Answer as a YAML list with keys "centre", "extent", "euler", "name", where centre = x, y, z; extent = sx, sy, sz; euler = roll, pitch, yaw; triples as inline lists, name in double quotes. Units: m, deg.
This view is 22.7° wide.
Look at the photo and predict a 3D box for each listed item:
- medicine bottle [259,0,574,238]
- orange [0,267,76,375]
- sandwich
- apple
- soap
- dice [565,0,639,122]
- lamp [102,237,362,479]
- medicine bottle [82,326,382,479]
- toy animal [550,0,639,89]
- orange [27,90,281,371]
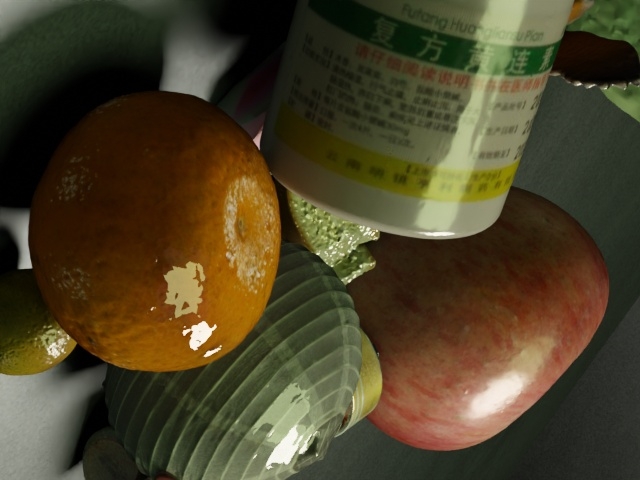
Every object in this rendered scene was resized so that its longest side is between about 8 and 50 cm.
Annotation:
- centre: [0.090, -0.192, 1.240]
  extent: [0.208, 0.208, 0.339]
  euler: [-20, 133, -53]
  name: "medicine bottle"
- centre: [-0.237, 0.067, 1.269]
  extent: [0.095, 0.085, 0.085]
  euler: [-32, 164, 15]
  name: "orange"
- centre: [0.000, 0.000, 1.630]
  extent: [0.090, 0.088, 0.244]
  euler: [-36, 157, -23]
  name: "sandwich"
- centre: [0.164, 0.079, 1.896]
  extent: [0.345, 0.269, 0.345]
  euler: [-46, 180, 0]
  name: "apple"
- centre: [-0.030, -0.119, 1.402]
  extent: [0.149, 0.056, 0.100]
  euler: [-43, 157, -17]
  name: "soap"
- centre: [0.479, -0.283, 1.705]
  extent: [0.330, 0.318, 0.322]
  euler: [-15, 136, -41]
  name: "dice"
- centre: [-0.079, 0.125, 1.488]
  extent: [0.265, 0.233, 0.233]
  euler: [-39, 158, -19]
  name: "lamp"
- centre: [-0.090, 0.194, 1.701]
  extent: [0.322, 0.151, 0.151]
  euler: [-30, 153, -41]
  name: "medicine bottle"
- centre: [0.158, -0.173, 1.603]
  extent: [0.284, 0.225, 0.302]
  euler: [-32, 173, 8]
  name: "toy animal"
- centre: [-0.128, -0.008, 1.216]
  extent: [0.224, 0.170, 0.224]
  euler: [-2, 90, -69]
  name: "orange"
